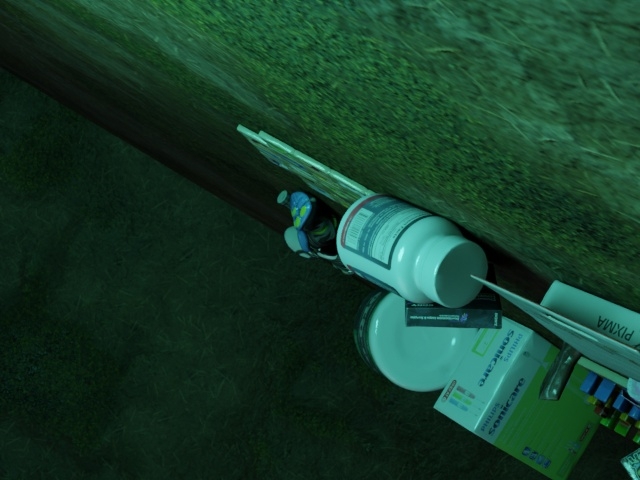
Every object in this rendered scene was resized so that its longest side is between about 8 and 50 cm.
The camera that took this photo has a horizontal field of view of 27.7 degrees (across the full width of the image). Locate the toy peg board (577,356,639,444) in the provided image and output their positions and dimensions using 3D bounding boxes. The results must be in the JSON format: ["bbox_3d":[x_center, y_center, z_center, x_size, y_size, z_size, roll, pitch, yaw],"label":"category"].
[{"bbox_3d":[0.514,0.284,2.178,0.161,0.079,0.161,34,175,-42],"label":"toy peg board"}]

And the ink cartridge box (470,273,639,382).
[{"bbox_3d":[0.325,0.102,1.379,0.239,0.060,0.275,34,176,-33],"label":"ink cartridge box"}]

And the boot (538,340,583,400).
[{"bbox_3d":[0.348,0.180,1.812,0.037,0.114,0.106,31,177,-7],"label":"boot"}]

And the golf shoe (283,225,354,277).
[{"bbox_3d":[0.000,0.000,2.644,0.198,0.077,0.094,21,161,31],"label":"golf shoe"}]

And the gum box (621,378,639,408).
[{"bbox_3d":[0.493,0.227,1.690,0.188,0.062,0.107,27,174,46],"label":"gum box"}]

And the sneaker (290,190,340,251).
[{"bbox_3d":[-0.008,-0.038,2.231,0.078,0.067,0.188,-12,157,2],"label":"sneaker"}]

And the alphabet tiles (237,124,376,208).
[{"bbox_3d":[0.046,-0.060,1.827,0.343,0.011,0.285,30,176,18],"label":"alphabet tiles"}]

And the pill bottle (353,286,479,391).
[{"bbox_3d":[0.173,0.176,2.497,0.204,0.204,0.361,31,176,-3],"label":"pill bottle"}]

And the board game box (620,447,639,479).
[{"bbox_3d":[0.630,0.453,2.073,0.291,0.141,0.232,59,-174,26],"label":"board game box"}]

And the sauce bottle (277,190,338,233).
[{"bbox_3d":[-0.022,-0.047,2.314,0.128,0.042,0.042,32,176,-33],"label":"sauce bottle"}]

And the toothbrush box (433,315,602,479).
[{"bbox_3d":[0.374,0.286,2.343,0.283,0.206,0.122,33,177,-38],"label":"toothbrush box"}]

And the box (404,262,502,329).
[{"bbox_3d":[0.162,0.066,1.611,0.116,0.029,0.162,1,-159,3],"label":"box"}]

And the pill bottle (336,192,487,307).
[{"bbox_3d":[0.111,0.016,1.551,0.108,0.108,0.180,34,176,-39],"label":"pill bottle"}]
